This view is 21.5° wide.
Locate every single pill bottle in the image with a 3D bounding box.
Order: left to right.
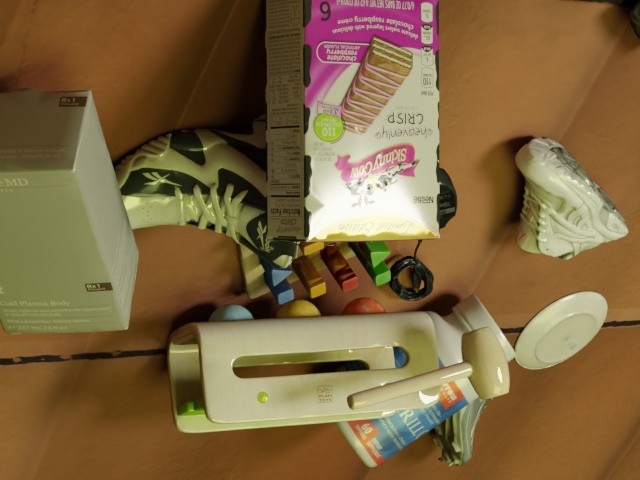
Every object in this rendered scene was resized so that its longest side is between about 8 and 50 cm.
[{"bbox_3d":[0.116,0.161,2.004,0.221,0.124,0.124,-35,143,2],"label":"pill bottle"}]

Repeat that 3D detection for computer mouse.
[{"bbox_3d":[0.108,-0.010,1.888,0.071,0.041,0.242,-12,146,-12],"label":"computer mouse"}]

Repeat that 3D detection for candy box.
[{"bbox_3d":[0.031,-0.115,1.571,0.159,0.071,0.233,-2,93,-35],"label":"candy box"}]

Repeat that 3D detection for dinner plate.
[{"bbox_3d":[0.317,0.122,2.197,0.141,0.017,0.141,-21,143,-17],"label":"dinner plate"}]

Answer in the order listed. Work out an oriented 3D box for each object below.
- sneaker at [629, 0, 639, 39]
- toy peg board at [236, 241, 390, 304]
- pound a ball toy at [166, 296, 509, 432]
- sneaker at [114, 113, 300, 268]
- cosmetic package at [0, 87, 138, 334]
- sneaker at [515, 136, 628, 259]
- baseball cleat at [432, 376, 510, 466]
[{"bbox_3d":[0.432,-0.296,1.752,0.108,0.100,0.271,19,120,-41],"label":"sneaker"},{"bbox_3d":[0.000,0.000,1.778,0.161,0.079,0.161,-23,141,-14],"label":"toy peg board"},{"bbox_3d":[0.017,0.123,1.814,0.319,0.135,0.208,-3,170,-22],"label":"pound a ball toy"},{"bbox_3d":[-0.087,-0.030,1.619,0.235,0.153,0.094,-14,138,-23],"label":"sneaker"},{"bbox_3d":[-0.248,-0.023,1.523,0.127,0.107,0.238,-2,144,8],"label":"cosmetic package"},{"bbox_3d":[0.268,-0.032,1.933,0.115,0.090,0.232,-37,142,11],"label":"sneaker"},{"bbox_3d":[0.197,0.214,2.167,0.109,0.072,0.206,-28,147,-17],"label":"baseball cleat"}]
